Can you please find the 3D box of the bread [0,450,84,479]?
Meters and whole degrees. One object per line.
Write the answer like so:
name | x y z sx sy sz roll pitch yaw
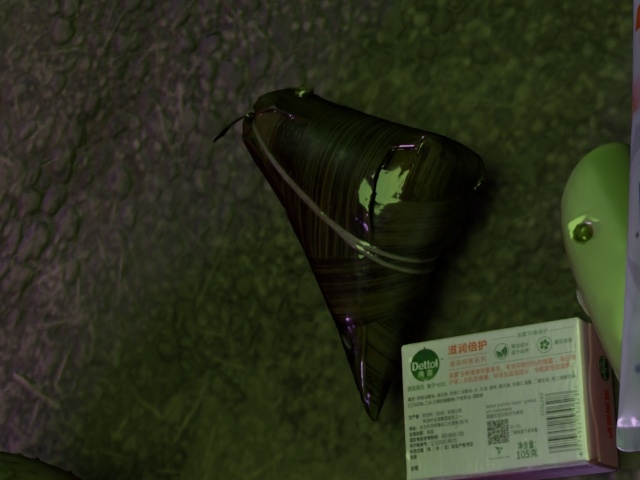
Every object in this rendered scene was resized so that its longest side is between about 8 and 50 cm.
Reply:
bread | -0.189 0.244 1.124 0.192 0.171 0.314 -50 57 9

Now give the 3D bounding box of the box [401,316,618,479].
box | 0.112 0.100 1.043 0.125 0.043 0.089 -10 72 31

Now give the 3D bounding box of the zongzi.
zongzi | 0.000 0.000 1.131 0.187 0.084 0.184 24 101 42

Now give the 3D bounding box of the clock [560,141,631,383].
clock | 0.318 0.010 0.889 0.348 0.117 0.286 -33 62 22

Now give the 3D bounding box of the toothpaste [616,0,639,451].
toothpaste | 0.193 -0.055 0.885 0.100 0.066 0.323 -9 74 40
